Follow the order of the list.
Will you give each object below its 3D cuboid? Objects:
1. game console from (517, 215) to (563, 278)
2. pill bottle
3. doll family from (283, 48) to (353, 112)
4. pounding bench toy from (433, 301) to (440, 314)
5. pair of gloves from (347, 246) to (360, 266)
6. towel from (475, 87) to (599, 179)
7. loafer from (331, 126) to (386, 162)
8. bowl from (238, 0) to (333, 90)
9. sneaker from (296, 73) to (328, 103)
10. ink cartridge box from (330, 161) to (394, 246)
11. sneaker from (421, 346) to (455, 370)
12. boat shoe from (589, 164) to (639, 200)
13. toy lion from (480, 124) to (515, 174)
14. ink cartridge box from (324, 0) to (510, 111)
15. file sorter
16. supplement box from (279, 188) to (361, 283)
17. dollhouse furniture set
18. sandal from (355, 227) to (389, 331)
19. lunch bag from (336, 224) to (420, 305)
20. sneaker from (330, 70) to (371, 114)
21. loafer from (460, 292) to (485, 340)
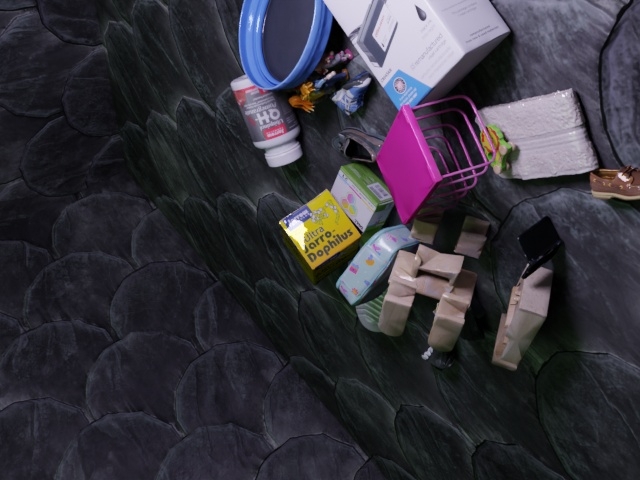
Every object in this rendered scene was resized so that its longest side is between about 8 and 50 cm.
[{"bbox_3d":[0.525,0.018,1.592,0.071,0.122,0.107,46,152,24],"label":"game console"},{"bbox_3d":[-0.173,-0.424,2.248,0.176,0.176,0.318,13,129,55],"label":"pill bottle"},{"bbox_3d":[-0.009,-0.458,1.921,0.263,0.163,0.118,-21,96,58],"label":"doll family"},{"bbox_3d":[0.413,0.230,2.080,0.083,0.052,0.065,48,151,19],"label":"pounding bench toy"},{"bbox_3d":[0.139,0.068,2.407,0.159,0.023,0.198,27,139,46],"label":"pair of gloves"},{"bbox_3d":[0.482,-0.234,1.483,0.282,0.049,0.187,0,119,59],"label":"towel"},{"bbox_3d":[0.110,-0.290,2.010,0.267,0.084,0.096,19,134,51],"label":"loafer"},{"bbox_3d":[-0.103,-0.620,1.854,0.391,0.077,0.391,-2,87,52],"label":"bowl"},{"bbox_3d":[-0.058,-0.505,2.082,0.188,0.071,0.066,44,150,24],"label":"sneaker"},{"bbox_3d":[0.116,-0.098,2.117,0.189,0.097,0.255,49,137,25],"label":"ink cartridge box"},{"bbox_3d":[0.420,0.378,2.204,0.106,0.078,0.234,46,155,16],"label":"sneaker"},{"bbox_3d":[0.629,-0.121,1.336,0.178,0.064,0.060,6,125,61],"label":"boat shoe"},{"bbox_3d":[0.411,-0.220,1.537,0.096,0.034,0.100,52,156,34],"label":"toy lion"},{"bbox_3d":[0.200,-0.536,1.511,0.395,0.166,0.285,56,153,5],"label":"ink cartridge box"},{"bbox_3d":[0.285,-0.200,1.622,0.290,0.182,0.202,113,139,-70],"label":"file sorter"},{"bbox_3d":[0.000,0.000,2.216,0.195,0.194,0.356,54,174,10],"label":"supplement box"},{"bbox_3d":[0.379,0.153,1.748,0.394,0.362,0.256,17,139,10],"label":"dollhouse furniture set"},{"bbox_3d":[0.218,0.137,2.276,0.169,0.102,0.416,19,123,31],"label":"sandal"},{"bbox_3d":[0.183,0.079,2.066,0.108,0.224,0.279,46,121,17],"label":"lunch bag"},{"bbox_3d":[0.104,-0.429,1.899,0.081,0.080,0.211,54,163,-7],"label":"sneaker"},{"bbox_3d":[0.460,0.206,1.969,0.078,0.076,0.223,2,119,24],"label":"loafer"}]
